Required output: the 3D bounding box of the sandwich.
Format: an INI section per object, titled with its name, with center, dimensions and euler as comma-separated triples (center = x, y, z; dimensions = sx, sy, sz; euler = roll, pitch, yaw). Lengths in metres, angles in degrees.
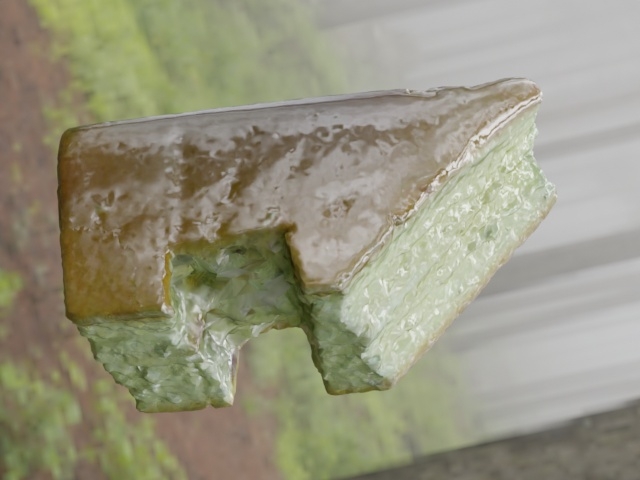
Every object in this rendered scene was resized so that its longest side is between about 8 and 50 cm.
[sandwich]
center = 0.000, 0.000, 0.959
dimensions = 0.122, 0.235, 0.128
euler = 72, 11, -55
